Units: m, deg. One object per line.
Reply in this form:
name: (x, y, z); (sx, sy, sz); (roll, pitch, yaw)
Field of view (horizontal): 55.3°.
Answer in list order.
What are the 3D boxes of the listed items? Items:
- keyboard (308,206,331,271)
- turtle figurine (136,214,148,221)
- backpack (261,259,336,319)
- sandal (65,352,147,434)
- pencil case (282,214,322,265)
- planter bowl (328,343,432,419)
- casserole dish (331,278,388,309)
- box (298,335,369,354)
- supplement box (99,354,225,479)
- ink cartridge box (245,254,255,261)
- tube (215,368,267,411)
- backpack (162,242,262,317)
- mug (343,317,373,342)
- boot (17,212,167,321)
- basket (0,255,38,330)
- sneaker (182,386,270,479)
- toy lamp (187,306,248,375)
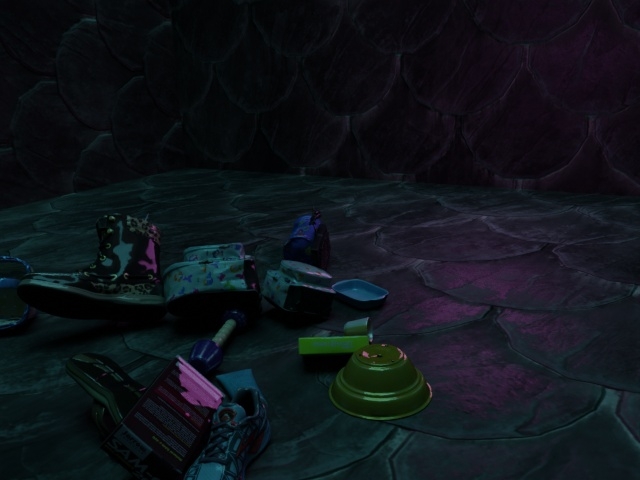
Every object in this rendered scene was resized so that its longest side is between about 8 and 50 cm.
keyboard: (0.000, 0.000, 2.044); (0.033, 0.202, 0.317); (-13, 15, 8)
turtle figurine: (-0.715, -0.013, 2.354); (0.175, 0.118, 0.234); (-7, 24, 45)
backpack: (-0.068, 0.131, 1.682); (0.165, 0.145, 0.188); (11, -2, -39)
sandal: (-0.390, 0.322, 1.176); (0.302, 0.086, 0.120); (30, 10, 35)
pencil case: (-0.061, 0.002, 2.198); (0.133, 0.119, 0.306); (-20, 14, 10)
planter bowl: (0.123, 0.275, 1.270); (0.217, 0.090, 0.217); (-3, 16, 1)
casserole dish: (0.114, 0.158, 1.776); (0.114, 0.037, 0.188); (-13, 20, -33)
box: (0.042, 0.244, 1.402); (0.178, 0.043, 0.109); (-2, -13, 3)
supplement box: (-0.271, 0.319, 1.092); (0.130, 0.073, 0.239); (42, 18, -4)
ink cartridge box: (-0.264, 0.075, 2.094); (0.083, 0.048, 0.028); (8, 19, 33)
tube: (-0.161, 0.310, 1.273); (0.080, 0.052, 0.207); (-3, 10, -19)
backpack: (-0.298, 0.118, 1.653); (0.253, 0.191, 0.225); (-12, -20, -9)
mug: (0.090, 0.225, 1.507); (0.064, 0.062, 0.078); (-6, 8, 16)
boot: (-0.601, 0.064, 1.661); (0.377, 0.138, 0.284); (9, 53, -25)
basket: (-0.888, 0.141, 1.630); (0.254, 0.201, 0.289); (-3, -14, -2)
sneaker: (-0.166, 0.337, 1.029); (0.104, 0.125, 0.262); (1, 16, 13)
toy lamp: (-0.247, 0.241, 1.467); (0.080, 0.080, 0.275); (0, 15, 8)
